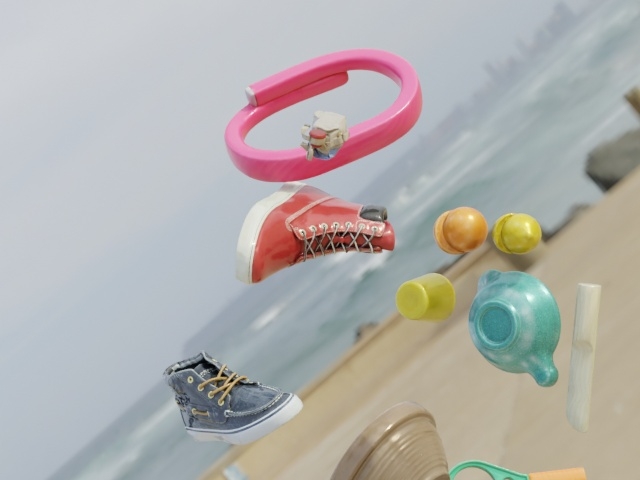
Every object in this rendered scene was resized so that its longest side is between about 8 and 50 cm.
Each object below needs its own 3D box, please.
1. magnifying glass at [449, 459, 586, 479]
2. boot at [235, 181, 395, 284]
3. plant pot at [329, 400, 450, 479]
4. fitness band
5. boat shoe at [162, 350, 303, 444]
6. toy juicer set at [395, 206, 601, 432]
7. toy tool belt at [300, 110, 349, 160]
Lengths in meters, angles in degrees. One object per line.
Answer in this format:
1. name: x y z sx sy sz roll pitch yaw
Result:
1. magnifying glass: 0.307 0.387 2.164 0.231 0.092 0.026 -5 -24 -8
2. boot: 0.000 0.000 1.802 0.244 0.176 0.088 -49 -30 -57
3. plant pot: 0.116 0.368 2.038 0.237 0.109 0.237 -37 -34 -30
4. fitness band: 0.003 -0.180 1.926 0.291 0.054 0.209 -24 40 -10
5. boat shoe: -0.096 0.155 1.370 0.065 0.083 0.183 -38 14 -36
6. toy juicer set: 0.264 0.076 1.772 0.089 0.329 0.209 -2 -62 -52
7. toy tool belt: 0.004 -0.110 1.541 0.083 0.052 0.051 -55 -23 -60
